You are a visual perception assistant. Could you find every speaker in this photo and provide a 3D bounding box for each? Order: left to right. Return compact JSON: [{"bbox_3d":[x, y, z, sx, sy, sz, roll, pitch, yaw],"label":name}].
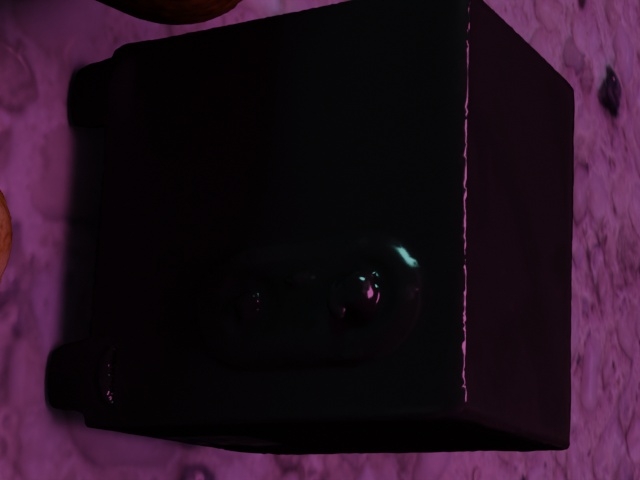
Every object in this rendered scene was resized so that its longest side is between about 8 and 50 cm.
[{"bbox_3d":[0.000,0.000,0.862,0.184,0.254,0.232,26,63,-58],"label":"speaker"}]

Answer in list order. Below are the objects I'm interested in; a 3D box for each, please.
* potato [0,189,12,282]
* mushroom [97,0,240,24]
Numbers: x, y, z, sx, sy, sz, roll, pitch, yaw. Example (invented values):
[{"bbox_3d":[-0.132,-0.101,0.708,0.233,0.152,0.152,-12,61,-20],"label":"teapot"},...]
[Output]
[{"bbox_3d":[-0.183,-0.007,0.732,0.103,0.066,0.096,-60,139,-49],"label":"potato"},{"bbox_3d":[-0.049,-0.263,0.745,0.334,0.356,0.331,75,35,-60],"label":"mushroom"}]
